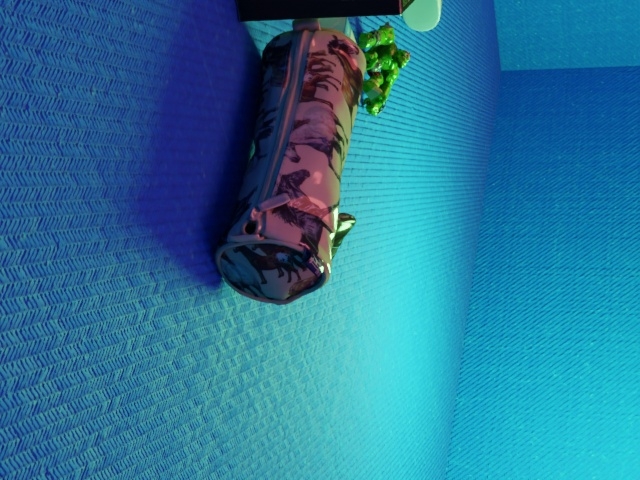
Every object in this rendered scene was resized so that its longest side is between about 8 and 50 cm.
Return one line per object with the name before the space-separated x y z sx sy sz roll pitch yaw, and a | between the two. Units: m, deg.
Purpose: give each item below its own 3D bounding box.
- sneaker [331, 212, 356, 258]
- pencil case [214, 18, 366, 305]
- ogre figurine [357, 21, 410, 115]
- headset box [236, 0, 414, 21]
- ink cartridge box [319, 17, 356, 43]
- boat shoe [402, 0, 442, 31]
sneaker | 0.000 0.000 1.677 0.267 0.101 0.106 52 53 -86
pencil case | -0.037 -0.122 1.495 0.183 0.160 0.410 82 17 -60
ogre figurine | 0.123 -0.369 2.145 0.118 0.097 0.197 -54 129 -33
headset box | 0.022 -0.417 1.537 0.283 0.246 0.131 -55 143 -60
ink cartridge box | 0.035 -0.315 1.898 0.180 0.060 0.104 62 33 -58
boat shoe | 0.254 -0.700 2.481 0.156 0.136 0.367 -70 157 -46
